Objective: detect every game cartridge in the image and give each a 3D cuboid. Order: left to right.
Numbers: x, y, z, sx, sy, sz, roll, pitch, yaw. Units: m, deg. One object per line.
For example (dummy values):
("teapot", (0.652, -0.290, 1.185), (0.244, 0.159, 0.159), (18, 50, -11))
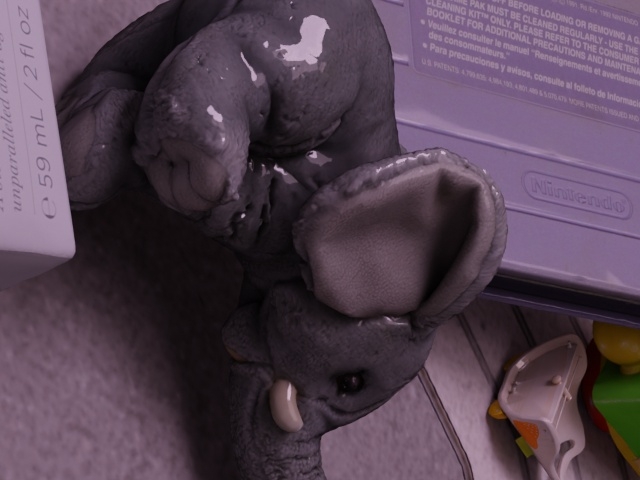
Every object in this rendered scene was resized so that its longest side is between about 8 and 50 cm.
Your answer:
("game cartridge", (0.125, -0.069, 0.938), (0.355, 0.068, 0.230), (12, 58, -28))

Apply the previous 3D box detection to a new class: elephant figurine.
("elephant figurine", (0.000, 0.000, 0.730), (0.239, 0.186, 0.169), (49, 33, -20))

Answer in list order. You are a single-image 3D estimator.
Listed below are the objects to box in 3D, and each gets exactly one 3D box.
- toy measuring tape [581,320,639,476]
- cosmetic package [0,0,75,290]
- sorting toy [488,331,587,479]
("toy measuring tape", (0.259, 0.120, 1.084), (0.330, 0.121, 0.121), (47, 39, -42))
("cosmetic package", (-0.211, -0.091, 0.496), (0.224, 0.138, 0.224), (8, 67, -52))
("sorting toy", (0.138, 0.111, 0.975), (0.075, 0.044, 0.083), (63, 33, -24))
